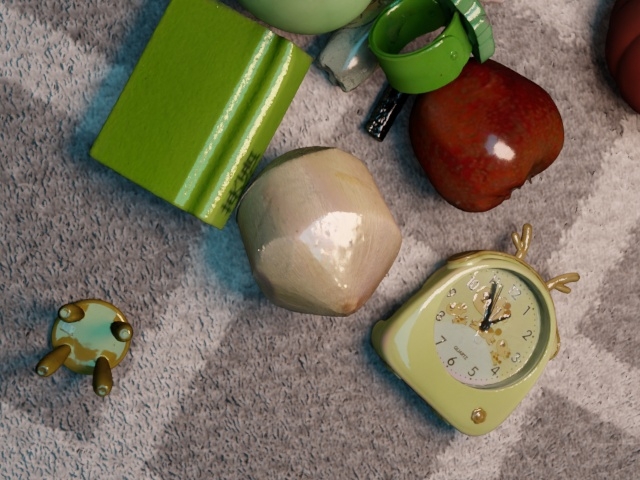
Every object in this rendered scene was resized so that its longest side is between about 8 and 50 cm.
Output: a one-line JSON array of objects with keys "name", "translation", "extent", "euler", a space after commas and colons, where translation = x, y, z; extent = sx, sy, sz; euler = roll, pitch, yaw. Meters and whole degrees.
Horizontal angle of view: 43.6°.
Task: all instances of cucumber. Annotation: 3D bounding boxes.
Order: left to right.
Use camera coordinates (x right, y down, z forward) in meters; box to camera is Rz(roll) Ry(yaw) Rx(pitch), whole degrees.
[{"name": "cucumber", "translation": [0.119, -0.224, 1.192], "extent": [0.043, 0.039, 0.163], "euler": [28, 91, -33]}]

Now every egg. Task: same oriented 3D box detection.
[{"name": "egg", "translation": [-0.037, -0.401, 1.053], "extent": [0.220, 0.220, 0.270], "euler": [-38, 91, -6]}]

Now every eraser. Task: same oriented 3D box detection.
[{"name": "eraser", "translation": [-0.158, -0.182, 1.080], "extent": [0.210, 0.092, 0.274], "euler": [30, 89, 15]}]

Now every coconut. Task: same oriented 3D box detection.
[{"name": "coconut", "translation": [0.000, 0.000, 1.084], "extent": [0.224, 0.224, 0.234], "euler": [-25, 67, -8]}]

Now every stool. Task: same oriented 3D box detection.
[{"name": "stool", "translation": [-0.320, 0.142, 1.100], "extent": [0.135, 0.110, 0.134], "euler": [-23, 100, -7]}]

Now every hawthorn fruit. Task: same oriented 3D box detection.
[{"name": "hawthorn fruit", "translation": [0.213, -0.169, 1.136], "extent": [0.208, 0.208, 0.248], "euler": [-41, 93, -5]}]

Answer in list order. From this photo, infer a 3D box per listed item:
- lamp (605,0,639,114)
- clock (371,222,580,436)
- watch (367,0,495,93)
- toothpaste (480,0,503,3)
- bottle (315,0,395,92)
[{"name": "lamp", "translation": [0.569, -0.290, 1.157], "extent": [0.303, 0.257, 0.303], "euler": [-3, 64, 7]}, {"name": "clock", "translation": [0.250, 0.124, 1.218], "extent": [0.235, 0.096, 0.308], "euler": [45, 86, -10]}, {"name": "watch", "translation": [0.142, -0.277, 1.075], "extent": [0.152, 0.165, 0.131], "euler": [-32, 137, 8]}, {"name": "toothpaste", "translation": [0.172, -0.393, 1.193], "extent": [0.218, 0.033, 0.052], "euler": [13, 88, -7]}, {"name": "bottle", "translation": [0.107, -0.331, 1.150], "extent": [0.270, 0.083, 0.083], "euler": [-45, 101, 1]}]
